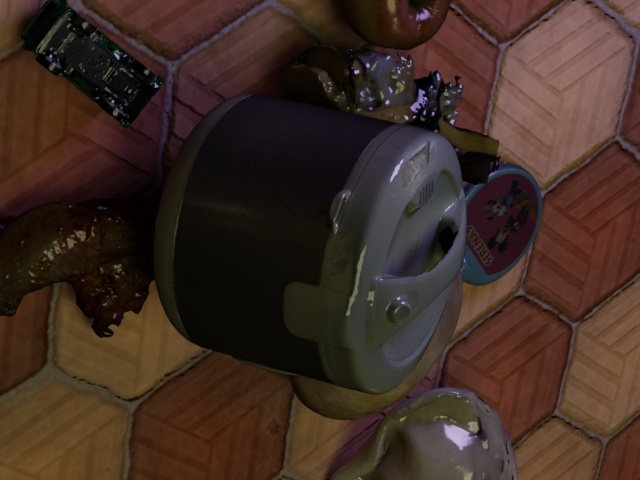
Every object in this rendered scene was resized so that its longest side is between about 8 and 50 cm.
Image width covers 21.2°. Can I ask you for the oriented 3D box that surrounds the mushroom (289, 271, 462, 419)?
[{"bbox_3d":[0.062,0.086,1.936,0.255,0.184,0.255,-51,162,-23],"label":"mushroom"}]

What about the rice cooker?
[{"bbox_3d":[0.002,0.002,1.711,0.288,0.277,0.288,13,90,-69],"label":"rice cooker"}]

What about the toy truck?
[{"bbox_3d":[-0.222,-0.174,1.658,0.065,0.079,0.147,-52,133,0],"label":"toy truck"}]

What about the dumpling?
[{"bbox_3d":[0.126,0.306,2.151,0.242,0.187,0.318,-8,116,12],"label":"dumpling"}]

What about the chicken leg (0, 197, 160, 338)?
[{"bbox_3d":[-0.253,0.031,1.750,0.322,0.083,0.177,-6,127,-36],"label":"chicken leg"}]

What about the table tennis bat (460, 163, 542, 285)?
[{"bbox_3d":[0.183,0.011,2.091,0.244,0.040,0.153,-47,133,-13],"label":"table tennis bat"}]

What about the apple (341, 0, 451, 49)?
[{"bbox_3d":[0.079,-0.265,1.817,0.126,0.102,0.126,-18,122,-30],"label":"apple"}]

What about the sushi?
[{"bbox_3d":[0.070,-0.138,1.878,0.291,0.139,0.131,17,87,-45],"label":"sushi"}]
